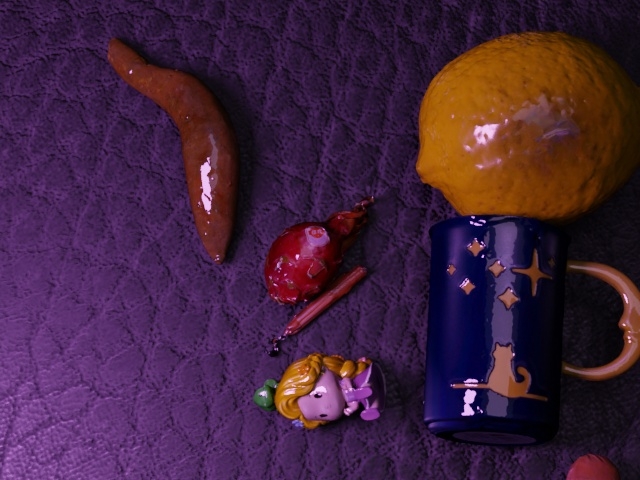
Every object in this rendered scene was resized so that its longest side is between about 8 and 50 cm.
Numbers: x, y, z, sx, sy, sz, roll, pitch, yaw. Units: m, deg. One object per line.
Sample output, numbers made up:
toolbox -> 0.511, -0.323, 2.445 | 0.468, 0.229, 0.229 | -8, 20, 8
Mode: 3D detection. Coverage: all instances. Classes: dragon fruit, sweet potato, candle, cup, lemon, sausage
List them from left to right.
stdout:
sweet potato -> -0.168, -0.141, 1.896 | 0.108, 0.079, 0.346 | -29, 73, 2
candle -> -0.009, 0.088, 1.862 | 0.167, 0.021, 0.026 | -41, 53, -11
dragon fruit -> 0.000, 0.000, 1.857 | 0.094, 0.094, 0.190 | 39, 70, 9
cup -> 0.249, 0.112, 1.766 | 0.255, 0.178, 0.256 | -4, 74, 25
lemon -> 0.265, -0.139, 1.822 | 0.310, 0.253, 0.253 | -15, 74, -1
sausage -> 0.333, 0.354, 1.767 | 0.077, 0.077, 0.194 | -1, 76, -3

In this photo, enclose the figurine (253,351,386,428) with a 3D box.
figurine -> 0.001, 0.178, 1.812 | 0.156, 0.115, 0.094 | -11, 107, 14
